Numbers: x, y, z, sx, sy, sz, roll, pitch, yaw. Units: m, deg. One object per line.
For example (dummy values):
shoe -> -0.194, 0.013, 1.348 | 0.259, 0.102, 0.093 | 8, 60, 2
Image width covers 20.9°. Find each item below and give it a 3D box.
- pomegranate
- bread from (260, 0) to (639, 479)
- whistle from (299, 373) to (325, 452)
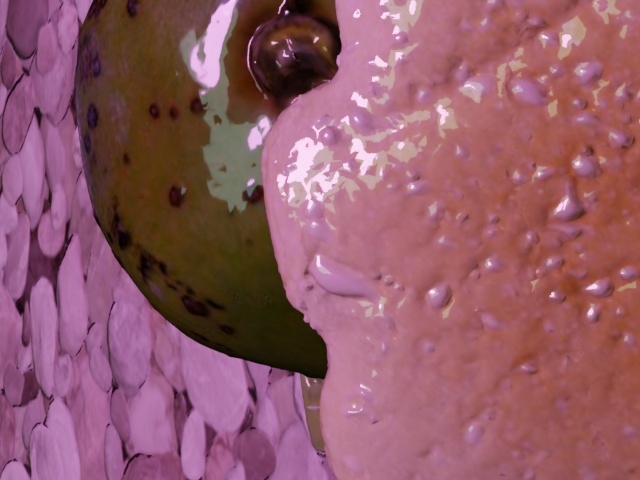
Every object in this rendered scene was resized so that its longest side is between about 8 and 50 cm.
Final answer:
pomegranate -> 0.028, -0.053, 0.753 | 0.254, 0.270, 0.254 | -5, 75, 19
bread -> 0.123, -0.002, 0.583 | 0.316, 0.054, 0.316 | 4, 104, 15
whistle -> 0.000, 0.000, 0.925 | 0.105, 0.085, 0.227 | 171, 98, -67
